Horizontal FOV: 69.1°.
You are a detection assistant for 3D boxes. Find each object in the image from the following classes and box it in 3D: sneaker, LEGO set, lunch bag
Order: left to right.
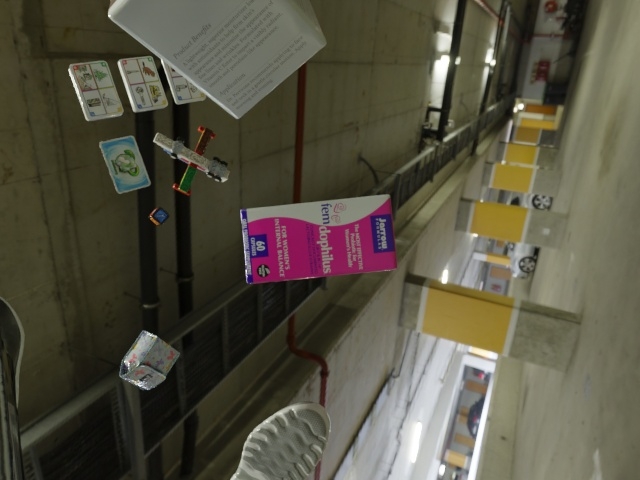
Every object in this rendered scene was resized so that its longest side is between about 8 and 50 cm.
[{"bbox_3d":[-0.607,0.190,0.824,0.104,0.296,0.147,-13,-34,-20],"label":"sneaker"},{"bbox_3d":[-0.293,0.210,0.795,0.083,0.053,0.071,-58,-39,-24],"label":"lunch bag"},{"bbox_3d":[-0.247,-0.152,0.711,0.182,0.060,0.244,-23,-80,-32],"label":"LEGO set"},{"bbox_3d":[-0.070,0.344,0.757,0.281,0.105,0.115,-54,-9,26],"label":"sneaker"}]

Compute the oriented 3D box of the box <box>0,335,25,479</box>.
[{"bbox_3d":[-0.411,0.191,0.275,0.395,0.293,0.212,-6,-105,-34],"label":"box"}]

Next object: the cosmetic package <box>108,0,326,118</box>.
[{"bbox_3d":[-0.116,-0.279,0.541,0.183,0.151,0.151,35,-149,-44],"label":"cosmetic package"}]

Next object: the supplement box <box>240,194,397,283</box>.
[{"bbox_3d":[0.000,0.000,0.711,0.114,0.220,0.111,45,-141,-86],"label":"supplement box"}]
